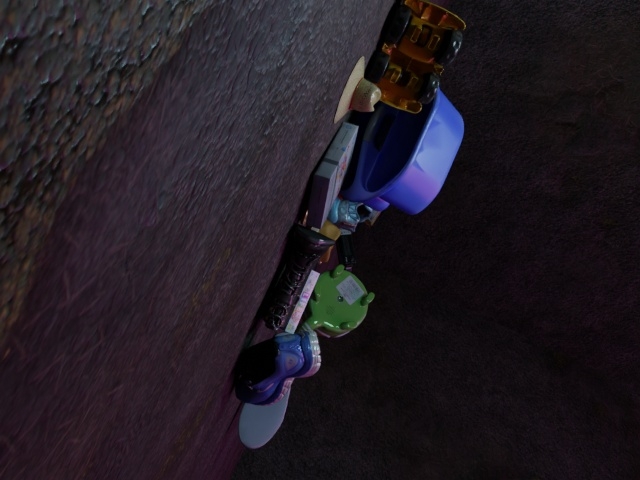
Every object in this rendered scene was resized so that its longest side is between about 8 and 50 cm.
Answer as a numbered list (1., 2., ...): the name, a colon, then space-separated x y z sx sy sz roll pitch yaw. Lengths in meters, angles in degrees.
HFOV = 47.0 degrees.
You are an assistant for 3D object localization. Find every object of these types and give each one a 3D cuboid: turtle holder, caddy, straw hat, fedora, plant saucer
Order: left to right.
1. plant saucer: -0.025 -0.073 1.570 0.083 0.013 0.083 25 90 -85
2. fedora: 0.000 0.000 1.855 0.194 0.079 0.194 25 90 -85
3. turtle holder: 0.031 0.269 2.734 0.227 0.243 0.320 -41 -153 55
4. straw hat: 0.081 -0.274 1.400 0.144 0.061 0.144 24 90 -86
5. caddy: 0.168 -0.221 1.674 0.241 0.179 0.341 8 -111 51

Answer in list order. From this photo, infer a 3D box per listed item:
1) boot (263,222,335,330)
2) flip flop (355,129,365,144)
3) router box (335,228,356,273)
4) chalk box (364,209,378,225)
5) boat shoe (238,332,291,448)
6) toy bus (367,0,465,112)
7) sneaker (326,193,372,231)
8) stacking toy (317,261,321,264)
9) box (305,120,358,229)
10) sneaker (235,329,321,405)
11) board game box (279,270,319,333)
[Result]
1. boot: -0.056 0.090 1.598 0.263 0.091 0.229 97 18 -83
2. flip flop: 0.098 -0.190 1.879 0.112 0.080 0.277 -57 156 -10
3. router box: 0.092 0.029 2.800 0.133 0.046 0.179 104 -21 -66
4. chalk box: 0.177 -0.175 2.477 0.213 0.132 0.132 -54 175 -4
5. boat shoe: -0.166 0.473 2.318 0.156 0.136 0.367 112 -5 -72
6. toy bus: 0.191 -0.413 1.584 0.211 0.149 0.220 -93 -155 -63
7. sneaker: 0.086 -0.095 2.044 0.262 0.125 0.104 -59 173 -55
8. stacking toy: -0.058 0.143 2.154 0.167 0.052 0.221 -60 174 -45
9. box: 0.024 -0.136 1.531 0.145 0.038 0.186 102 10 -47
10. sneaker: -0.134 0.294 1.720 0.330 0.147 0.129 -47 -135 47
11. board game box: -0.068 0.134 1.740 0.103 0.026 0.154 17 -98 57
